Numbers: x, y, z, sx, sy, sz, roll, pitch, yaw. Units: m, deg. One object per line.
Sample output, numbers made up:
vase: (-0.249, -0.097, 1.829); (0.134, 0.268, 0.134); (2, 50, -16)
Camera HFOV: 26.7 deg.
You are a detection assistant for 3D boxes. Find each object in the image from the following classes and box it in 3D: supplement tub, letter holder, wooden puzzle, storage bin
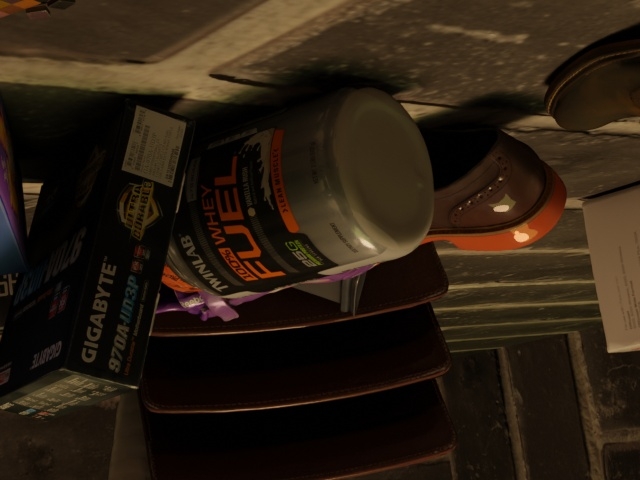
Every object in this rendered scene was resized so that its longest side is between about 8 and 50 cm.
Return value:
supplement tub: (-0.029, -0.027, 0.911); (0.190, 0.117, 0.117); (-16, 168, 36)
letter holder: (-0.026, 0.110, 1.304); (0.302, 0.214, 0.152); (-7, 133, -11)
wooden puzzle: (-0.155, -0.113, 0.619); (0.049, 0.006, 0.083); (-13, 170, 26)
storage bin: (0.000, 0.000, 1.200); (0.091, 0.098, 0.135); (14, 164, 3)

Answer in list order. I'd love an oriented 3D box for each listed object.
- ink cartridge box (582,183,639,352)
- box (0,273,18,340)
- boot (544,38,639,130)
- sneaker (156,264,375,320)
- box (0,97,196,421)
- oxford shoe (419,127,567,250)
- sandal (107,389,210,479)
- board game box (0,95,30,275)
ink cartridge box: (0.419, 0.014, 1.389); (0.171, 0.168, 0.232); (0, 167, -40)
box: (-0.324, 0.077, 1.388); (0.242, 0.076, 0.307); (-7, 171, -7)
boot: (0.224, -0.078, 0.854); (0.082, 0.106, 0.219); (-3, 169, -30)
sneaker: (-0.060, 0.016, 1.039); (0.236, 0.095, 0.104); (-5, -149, 35)
box: (-0.157, 0.021, 0.897); (0.051, 0.175, 0.220); (18, 161, -21)
oxford shoe: (0.051, -0.044, 1.049); (0.271, 0.097, 0.098); (-9, 141, 36)
sandal: (-0.134, 0.177, 1.424); (0.169, 0.102, 0.416); (10, -143, 8)
board game box: (-0.289, -0.031, 0.743); (0.233, 0.078, 0.347); (-6, 172, -11)
